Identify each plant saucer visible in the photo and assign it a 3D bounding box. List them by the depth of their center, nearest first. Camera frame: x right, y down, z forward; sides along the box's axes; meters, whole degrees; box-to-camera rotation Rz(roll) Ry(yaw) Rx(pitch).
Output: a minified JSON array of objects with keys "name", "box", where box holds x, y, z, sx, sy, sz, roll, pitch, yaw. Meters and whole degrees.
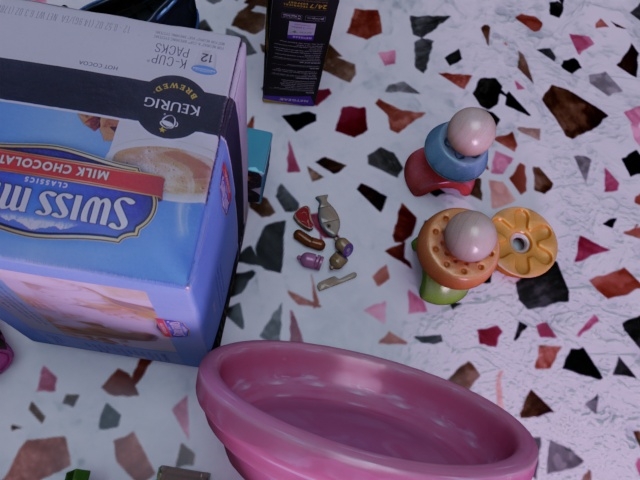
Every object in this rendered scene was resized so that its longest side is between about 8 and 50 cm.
[{"name":"plant saucer","box":[0.037,0.187,0.633,0.331,0.332,0.084,13,93,-4]}]

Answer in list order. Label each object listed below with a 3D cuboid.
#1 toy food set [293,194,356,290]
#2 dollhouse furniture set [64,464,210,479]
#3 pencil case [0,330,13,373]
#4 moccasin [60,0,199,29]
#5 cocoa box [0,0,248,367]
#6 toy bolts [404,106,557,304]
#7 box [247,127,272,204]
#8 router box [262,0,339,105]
[{"name":"toy food set","box":[0.000,0.000,0.839,0.077,0.019,0.122,-20,74,-15]},{"name":"dollhouse furniture set","box":[-0.202,0.286,0.702,0.151,0.058,0.076,18,59,-22]},{"name":"pencil case","box":[-0.441,0.075,0.712,0.098,0.095,0.209,-40,77,2]},{"name":"moccasin","box":[-0.318,-0.261,0.837,0.138,0.117,0.342,45,70,9]},{"name":"cocoa box","box":[-0.201,-0.023,0.642,0.231,0.347,0.228,10,68,-2]},{"name":"toy bolts","box":[0.213,-0.055,0.817,0.218,0.158,0.229,-7,71,-11]},{"name":"box","box":[-0.187,-0.112,0.811,0.244,0.100,0.060,11,70,-4]},{"name":"router box","box":[-0.028,-0.377,0.856,0.080,0.243,0.309,3,70,-7]}]
